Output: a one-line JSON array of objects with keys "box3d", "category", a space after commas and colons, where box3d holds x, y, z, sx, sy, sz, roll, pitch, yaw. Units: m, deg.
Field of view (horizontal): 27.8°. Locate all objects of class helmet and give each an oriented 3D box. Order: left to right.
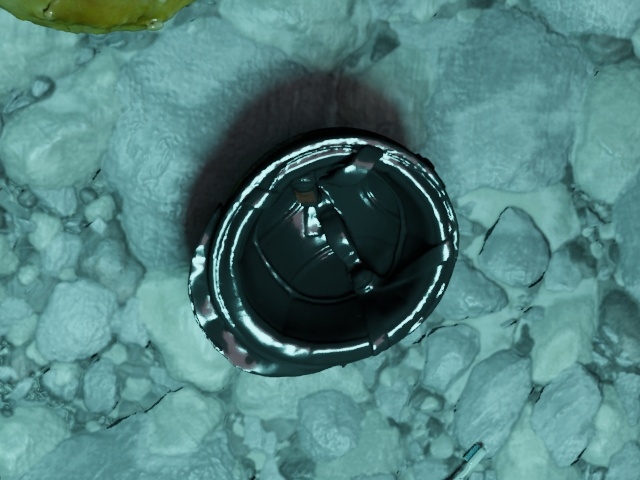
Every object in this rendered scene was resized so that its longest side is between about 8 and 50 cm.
[{"box3d": [0.000, 0.000, 1.322, 0.279, 0.160, 0.230, -35, 109, 10], "category": "helmet"}]

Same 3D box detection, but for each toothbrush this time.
[{"box3d": [0.117, 0.312, 1.496, 0.204, 0.022, 0.017, -46, 125, -1], "category": "toothbrush"}]

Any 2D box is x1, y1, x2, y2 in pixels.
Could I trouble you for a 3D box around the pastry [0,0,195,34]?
[{"box3d": [-0.212, -0.330, 1.153, 0.316, 0.184, 0.284, -5, 111, -42], "category": "pastry"}]
